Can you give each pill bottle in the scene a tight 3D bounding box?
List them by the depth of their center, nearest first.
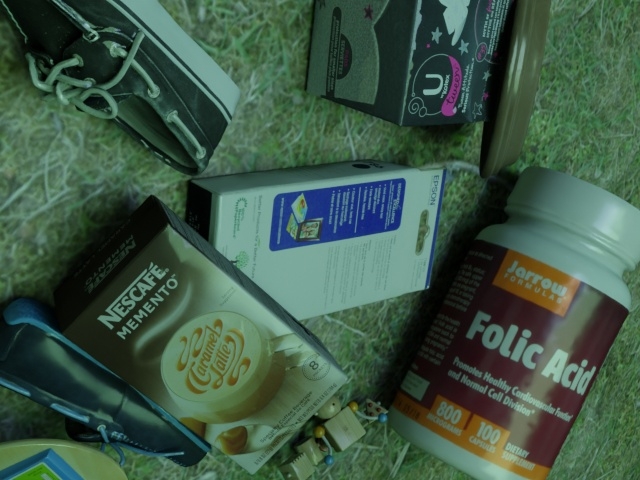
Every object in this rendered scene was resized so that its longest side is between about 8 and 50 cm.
[{"bbox_3d":[0.269,0.117,1.250,0.224,0.224,0.392,29,87,-46],"label":"pill bottle"}]

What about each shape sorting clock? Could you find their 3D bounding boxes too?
[{"bbox_3d":[-0.282,0.251,0.883,0.206,0.040,0.206,-14,134,-16],"label":"shape sorting clock"}]

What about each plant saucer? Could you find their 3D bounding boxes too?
[{"bbox_3d":[0.223,-0.206,1.078,0.278,0.041,0.277,9,90,-83],"label":"plant saucer"}]

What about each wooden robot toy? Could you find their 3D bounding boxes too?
[{"bbox_3d":[0.006,0.228,1.185,0.173,0.076,0.079,-32,92,-29],"label":"wooden robot toy"}]

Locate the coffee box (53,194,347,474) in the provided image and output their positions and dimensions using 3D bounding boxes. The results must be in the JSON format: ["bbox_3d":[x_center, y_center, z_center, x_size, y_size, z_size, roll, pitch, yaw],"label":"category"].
[{"bbox_3d":[-0.113,0.093,0.905,0.141,0.098,0.246,-46,117,2],"label":"coffee box"}]

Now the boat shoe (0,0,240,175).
[{"bbox_3d":[-0.187,-0.152,0.789,0.306,0.113,0.104,42,64,-54],"label":"boat shoe"}]

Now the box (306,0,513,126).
[{"bbox_3d":[0.093,-0.256,0.967,0.142,0.163,0.247,-7,113,-38],"label":"box"}]

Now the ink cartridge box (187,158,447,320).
[{"bbox_3d":[0.000,0.000,1.064,0.333,0.065,0.165,-8,113,-39],"label":"ink cartridge box"}]

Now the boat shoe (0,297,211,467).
[{"bbox_3d":[-0.219,0.152,0.917,0.089,0.109,0.258,-48,117,-2],"label":"boat shoe"}]
